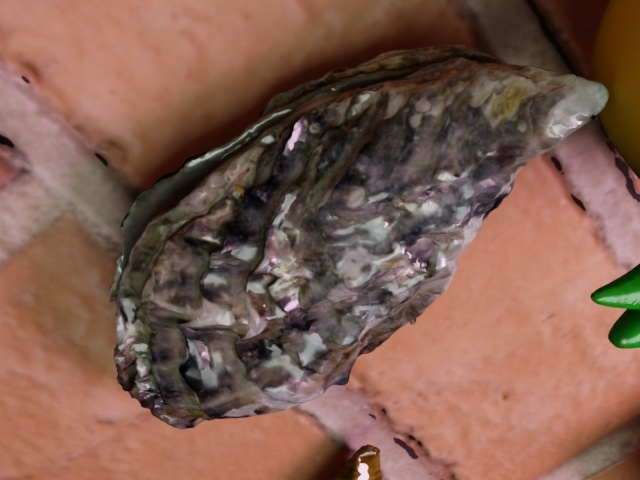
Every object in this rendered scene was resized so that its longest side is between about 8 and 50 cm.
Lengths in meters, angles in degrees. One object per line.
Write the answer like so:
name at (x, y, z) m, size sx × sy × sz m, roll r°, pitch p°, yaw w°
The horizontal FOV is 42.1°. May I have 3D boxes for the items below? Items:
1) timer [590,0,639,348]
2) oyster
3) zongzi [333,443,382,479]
timer at (0.243, -0.044, 0.418) m, size 0.285 × 0.285 × 0.285 m, roll -6°, pitch 126°, yaw -8°
oyster at (0.005, -0.002, 0.490) m, size 0.351 × 0.158 × 0.162 m, roll -34°, pitch 161°, yaw 29°
zongzi at (-0.053, 0.311, 0.718) m, size 0.286 × 0.134 × 0.288 m, roll -9°, pitch 113°, yaw 0°
